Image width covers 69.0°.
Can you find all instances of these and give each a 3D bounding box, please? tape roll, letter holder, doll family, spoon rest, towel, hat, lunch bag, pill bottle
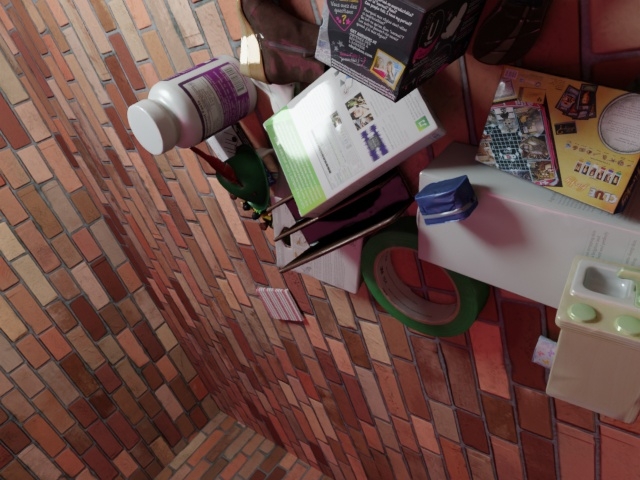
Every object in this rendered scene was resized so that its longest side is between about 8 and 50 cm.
[{"bbox_3d":[0.252,0.094,1.162,0.321,0.077,0.322,28,141,26],"label":"tape roll"},{"bbox_3d":[0.024,-0.068,1.032,0.301,0.214,0.152,-26,98,29],"label":"letter holder"},{"bbox_3d":[-0.195,-0.111,1.413,0.193,0.111,0.076,41,144,11],"label":"doll family"},{"bbox_3d":[-0.102,-0.154,1.320,0.137,0.084,0.277,17,148,38],"label":"spoon rest"},{"bbox_3d":[-0.154,0.239,1.780,0.196,0.029,0.144,-4,120,46],"label":"towel"},{"bbox_3d":[-0.253,-0.151,1.193,0.172,0.183,0.209,9,117,53],"label":"hat"},{"bbox_3d":[0.219,-0.064,0.793,0.098,0.067,0.065,-8,115,47],"label":"lunch bag"},{"bbox_3d":[0.522,0.252,1.046,0.071,0.053,0.083,24,148,34],"label":"lunch bag"},{"bbox_3d":[-0.316,-0.334,1.163,0.169,0.301,0.169,28,140,26],"label":"pill bottle"}]

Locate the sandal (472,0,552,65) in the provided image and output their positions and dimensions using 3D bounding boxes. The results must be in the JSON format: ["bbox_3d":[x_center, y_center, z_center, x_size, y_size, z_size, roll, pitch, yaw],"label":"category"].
[{"bbox_3d":[0.295,-0.357,0.693,0.089,0.060,0.219,19,151,12],"label":"sandal"}]

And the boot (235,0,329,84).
[{"bbox_3d":[-0.072,-0.460,0.993,0.206,0.090,0.249,10,113,16],"label":"boot"}]

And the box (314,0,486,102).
[{"bbox_3d":[0.132,-0.351,0.718,0.163,0.247,0.142,35,141,17],"label":"box"}]

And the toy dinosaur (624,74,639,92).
[{"bbox_3d":[0.488,-0.216,0.636,0.118,0.064,0.268,47,150,10],"label":"toy dinosaur"}]

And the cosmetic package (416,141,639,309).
[{"bbox_3d":[0.378,-0.024,0.851,0.384,0.156,0.218,24,138,32],"label":"cosmetic package"}]

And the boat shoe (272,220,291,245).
[{"bbox_3d":[-0.077,-0.017,1.376,0.178,0.064,0.060,37,-169,-33],"label":"boat shoe"}]

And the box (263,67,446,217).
[{"bbox_3d":[0.051,-0.220,0.911,0.321,0.058,0.233,-30,73,27],"label":"box"}]

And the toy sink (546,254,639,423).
[{"bbox_3d":[0.418,0.118,0.678,0.131,0.153,0.234,15,134,29],"label":"toy sink"}]

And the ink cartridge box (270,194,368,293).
[{"bbox_3d":[0.000,0.000,1.293,0.260,0.066,0.297,19,140,16],"label":"ink cartridge box"}]

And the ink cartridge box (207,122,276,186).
[{"bbox_3d":[-0.226,-0.228,1.348,0.046,0.097,0.207,-15,111,52],"label":"ink cartridge box"}]

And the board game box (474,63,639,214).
[{"bbox_3d":[0.374,-0.164,0.723,0.243,0.042,0.165,36,126,41],"label":"board game box"}]

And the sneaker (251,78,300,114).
[{"bbox_3d":[-0.096,-0.379,1.101,0.094,0.080,0.212,-19,114,39],"label":"sneaker"}]
